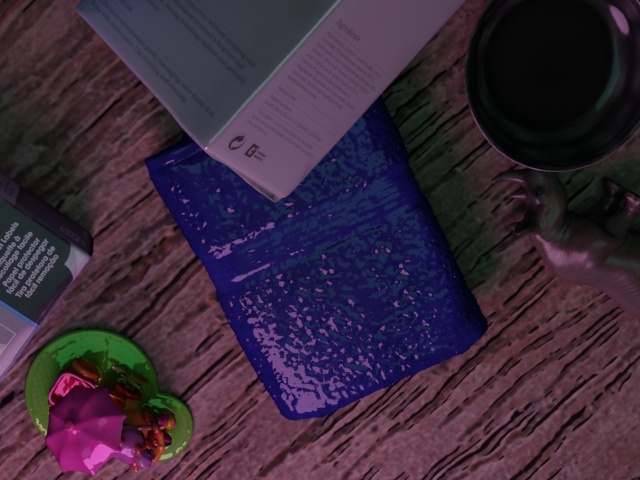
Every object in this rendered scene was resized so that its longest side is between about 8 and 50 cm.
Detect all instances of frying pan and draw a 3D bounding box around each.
[{"bbox_3d":[0.280,-0.191,1.716,0.326,0.053,0.197,-26,109,-9],"label":"frying pan"}]

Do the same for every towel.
[{"bbox_3d":[0.000,0.000,1.733,0.227,0.076,0.308,-24,105,9],"label":"towel"}]

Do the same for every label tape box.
[{"bbox_3d":[-0.413,0.006,1.677,0.333,0.106,0.240,35,98,-12],"label":"label tape box"}]

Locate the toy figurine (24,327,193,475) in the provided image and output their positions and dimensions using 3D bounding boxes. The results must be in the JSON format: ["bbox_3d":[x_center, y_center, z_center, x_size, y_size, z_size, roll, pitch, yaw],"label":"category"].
[{"bbox_3d":[-0.197,0.177,1.708,0.173,0.159,0.130,31,99,-12],"label":"toy figurine"}]

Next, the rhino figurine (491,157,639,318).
[{"bbox_3d":[0.270,-0.002,1.751,0.243,0.073,0.106,27,97,-9],"label":"rhino figurine"}]

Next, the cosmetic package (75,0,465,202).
[{"bbox_3d":[0.003,-0.255,1.578,0.385,0.156,0.217,-45,61,6],"label":"cosmetic package"}]
